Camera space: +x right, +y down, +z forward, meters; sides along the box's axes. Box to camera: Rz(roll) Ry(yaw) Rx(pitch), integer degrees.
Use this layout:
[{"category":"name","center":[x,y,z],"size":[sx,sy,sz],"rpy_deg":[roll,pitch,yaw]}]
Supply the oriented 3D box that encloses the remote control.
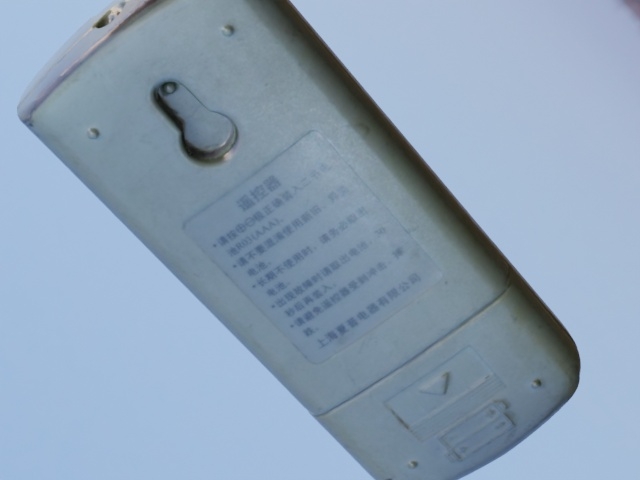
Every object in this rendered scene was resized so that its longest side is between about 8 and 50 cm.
[{"category":"remote control","center":[0.000,0.000,0.588],"size":[0.233,0.098,0.038],"rpy_deg":[47,-165,-27]}]
